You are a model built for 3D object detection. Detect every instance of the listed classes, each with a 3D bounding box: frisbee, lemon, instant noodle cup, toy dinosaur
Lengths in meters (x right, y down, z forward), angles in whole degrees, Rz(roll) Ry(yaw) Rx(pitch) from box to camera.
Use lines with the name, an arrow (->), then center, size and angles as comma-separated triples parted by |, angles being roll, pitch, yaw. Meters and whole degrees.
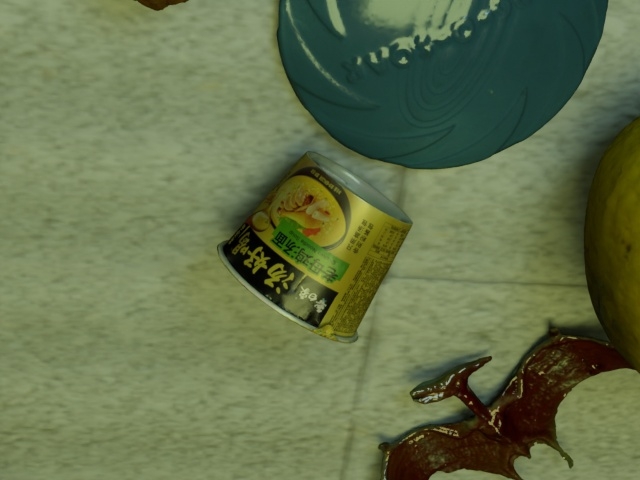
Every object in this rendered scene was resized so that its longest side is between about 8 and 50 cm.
frisbee -> 0.107, -0.183, 0.897 | 0.290, 0.049, 0.289 | -4, 121, -6
lemon -> 0.353, 0.007, 0.927 | 0.261, 0.260, 0.283 | -7, 102, -4
instant noodle cup -> 0.000, 0.000, 0.941 | 0.151, 0.151, 0.122 | 27, 103, -21
toy dinosaur -> 0.204, 0.208, 1.104 | 0.328, 0.113, 0.206 | -16, 121, 0

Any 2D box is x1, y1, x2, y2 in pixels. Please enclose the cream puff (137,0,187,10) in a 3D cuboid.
cream puff -> -0.123, -0.238, 0.814 | 0.122, 0.094, 0.116 | -2, 127, -34
